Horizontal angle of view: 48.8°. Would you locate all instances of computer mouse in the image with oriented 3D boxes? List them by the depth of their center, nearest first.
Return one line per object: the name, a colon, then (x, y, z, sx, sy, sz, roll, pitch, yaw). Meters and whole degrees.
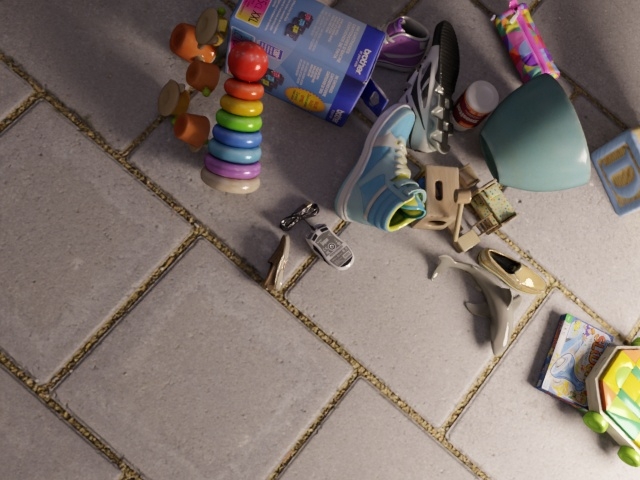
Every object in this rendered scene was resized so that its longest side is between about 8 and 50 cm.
computer mouse: (0.000, 0.000, 1.689, 0.106, 0.042, 0.193, -38, 80, -21)

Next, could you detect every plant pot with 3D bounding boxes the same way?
plant pot: (0.507, -0.237, 1.739, 0.195, 0.290, 0.290, -21, 80, 6)

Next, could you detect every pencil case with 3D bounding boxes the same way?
pencil case: (0.550, -0.520, 1.892, 0.104, 0.104, 0.236, -22, 82, -15)

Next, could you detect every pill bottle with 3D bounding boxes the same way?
pill bottle: (0.382, -0.334, 1.784, 0.086, 0.152, 0.086, 2, 76, -10)

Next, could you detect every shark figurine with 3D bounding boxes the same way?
shark figurine: (0.406, 0.117, 1.698, 0.166, 0.116, 0.278, -36, 87, -18)

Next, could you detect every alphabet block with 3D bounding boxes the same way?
alphabet block: (0.860, -0.196, 1.821, 0.197, 0.192, 0.194, -18, 82, -13)

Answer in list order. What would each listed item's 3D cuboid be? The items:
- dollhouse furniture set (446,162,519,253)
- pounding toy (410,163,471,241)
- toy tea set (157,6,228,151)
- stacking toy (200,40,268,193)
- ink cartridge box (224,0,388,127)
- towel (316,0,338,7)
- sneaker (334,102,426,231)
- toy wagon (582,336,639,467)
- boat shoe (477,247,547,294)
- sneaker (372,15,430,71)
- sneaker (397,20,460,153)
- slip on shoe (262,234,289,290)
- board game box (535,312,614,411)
dollhouse furniture set: (0.367, -0.089, 1.746, 0.160, 0.101, 0.182, -31, 83, -16)
pounding toy: (0.277, -0.086, 1.674, 0.094, 0.206, 0.181, 4, 76, -9)
toy tea set: (-0.281, -0.375, 1.678, 0.124, 0.200, 0.336, 13, 88, -43)
stacking toy: (-0.178, -0.279, 1.591, 0.141, 0.141, 0.331, 10, 111, -8)
ink cartridge box: (-0.017, -0.427, 1.672, 0.395, 0.270, 0.151, 22, 74, -4)
towel: (0.004, -0.713, 1.865, 0.187, 0.049, 0.282, 44, 73, 3)
sneaker: (0.190, -0.160, 1.666, 0.208, 0.127, 0.319, 26, 87, 34)
toy wagon: (0.793, 0.413, 1.700, 0.344, 0.068, 0.267, 45, 67, -2)
boat shoe: (0.480, 0.077, 1.740, 0.189, 0.072, 0.068, 25, 73, -4)
sneaker: (0.136, -0.515, 1.779, 0.281, 0.161, 0.102, 1, 72, -10)
sneaker: (0.259, -0.385, 1.764, 0.146, 0.122, 0.331, 7, 87, 35)
slip on shoe: (-0.103, 0.049, 1.653, 0.041, 0.051, 0.136, 13, 82, -10)
board game box: (0.625, 0.299, 1.731, 0.136, 0.035, 0.201, 26, 73, -3)
